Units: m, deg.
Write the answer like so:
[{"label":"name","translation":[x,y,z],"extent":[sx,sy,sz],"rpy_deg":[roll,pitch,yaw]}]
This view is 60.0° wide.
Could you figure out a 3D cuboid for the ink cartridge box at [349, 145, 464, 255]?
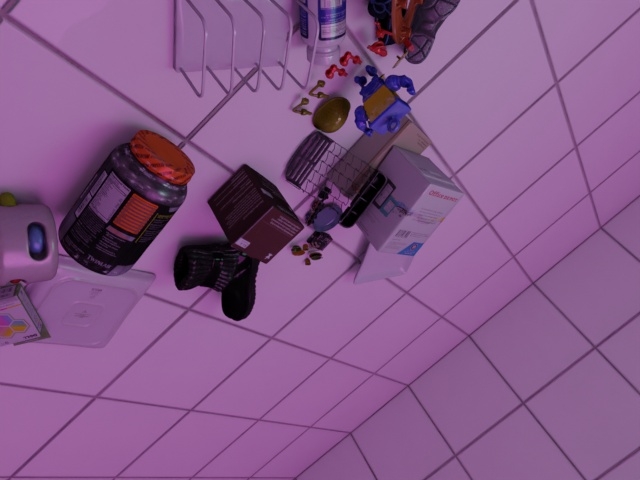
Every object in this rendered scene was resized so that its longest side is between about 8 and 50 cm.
[{"label":"ink cartridge box","translation":[0.265,-0.119,1.747],"extent":[0.198,0.197,0.270],"rpy_deg":[8,127,-45]}]

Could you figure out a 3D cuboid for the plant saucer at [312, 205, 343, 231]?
[{"label":"plant saucer","translation":[0.021,-0.081,1.935],"extent":[0.119,0.021,0.119],"rpy_deg":[-21,141,-18]}]

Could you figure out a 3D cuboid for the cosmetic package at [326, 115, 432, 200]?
[{"label":"cosmetic package","translation":[0.189,-0.264,1.784],"extent":[0.309,0.113,0.160],"rpy_deg":[-47,143,15]}]

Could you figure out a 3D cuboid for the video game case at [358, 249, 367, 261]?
[{"label":"video game case","translation":[0.268,0.054,2.284],"extent":[0.183,0.023,0.201],"rpy_deg":[-40,144,7]}]

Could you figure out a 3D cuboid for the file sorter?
[{"label":"file sorter","translation":[-0.168,-0.442,1.245],"extent":[0.277,0.173,0.193],"rpy_deg":[-13,138,-27]}]

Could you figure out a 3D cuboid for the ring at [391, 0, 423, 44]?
[{"label":"ring","translation":[0.216,-0.625,1.274],"extent":[0.336,0.032,0.337],"rpy_deg":[12,90,-77]}]

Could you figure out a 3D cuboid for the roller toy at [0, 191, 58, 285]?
[{"label":"roller toy","translation":[-0.703,0.010,1.316],"extent":[0.146,0.191,0.209],"rpy_deg":[-5,135,-36]}]

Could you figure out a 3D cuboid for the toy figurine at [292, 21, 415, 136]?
[{"label":"toy figurine","translation":[0.124,-0.360,1.476],"extent":[0.362,0.217,0.191],"rpy_deg":[-39,153,26]}]

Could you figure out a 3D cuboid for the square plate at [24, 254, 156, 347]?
[{"label":"square plate","translation":[-0.717,0.205,1.651],"extent":[0.347,0.049,0.344],"rpy_deg":[19,119,-48]}]

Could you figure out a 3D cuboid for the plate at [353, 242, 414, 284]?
[{"label":"plate","translation":[0.273,0.049,2.226],"extent":[0.277,0.045,0.277],"rpy_deg":[-9,137,-30]}]

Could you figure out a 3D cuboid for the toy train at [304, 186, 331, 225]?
[{"label":"toy train","translation":[-0.012,-0.114,1.858],"extent":[0.027,0.036,0.158],"rpy_deg":[-21,147,-56]}]

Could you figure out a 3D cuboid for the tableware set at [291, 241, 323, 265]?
[{"label":"tableware set","translation":[-0.049,0.051,2.000],"extent":[0.103,0.024,0.154],"rpy_deg":[-9,154,5]}]

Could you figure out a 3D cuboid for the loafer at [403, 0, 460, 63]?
[{"label":"loafer","translation":[0.300,-0.620,1.514],"extent":[0.096,0.084,0.268],"rpy_deg":[21,117,-14]}]

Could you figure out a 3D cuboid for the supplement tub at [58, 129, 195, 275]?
[{"label":"supplement tub","translation":[-0.473,-0.093,1.371],"extent":[0.338,0.207,0.207],"rpy_deg":[-47,142,17]}]

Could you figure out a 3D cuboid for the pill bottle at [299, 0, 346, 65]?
[{"label":"pill bottle","translation":[0.006,-0.524,1.324],"extent":[0.111,0.112,0.187],"rpy_deg":[-19,135,-20]}]

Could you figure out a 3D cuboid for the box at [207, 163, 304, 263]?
[{"label":"box","translation":[-0.190,-0.076,1.618],"extent":[0.167,0.203,0.168],"rpy_deg":[-43,144,10]}]

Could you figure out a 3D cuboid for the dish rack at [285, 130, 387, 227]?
[{"label":"dish rack","translation":[0.037,-0.190,1.674],"extent":[0.271,0.074,0.208],"rpy_deg":[32,109,-13]}]

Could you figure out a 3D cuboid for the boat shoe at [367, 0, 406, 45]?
[{"label":"boat shoe","translation":[0.164,-0.589,1.400],"extent":[0.089,0.109,0.258],"rpy_deg":[-32,142,1]}]

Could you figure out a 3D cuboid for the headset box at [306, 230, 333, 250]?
[{"label":"headset box","translation":[0.000,0.000,2.001],"extent":[0.062,0.032,0.083],"rpy_deg":[-47,141,16]}]

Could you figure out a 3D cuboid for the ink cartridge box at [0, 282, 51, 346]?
[{"label":"ink cartridge box","translation":[-0.833,0.223,1.510],"extent":[0.108,0.062,0.209],"rpy_deg":[-14,126,-8]}]

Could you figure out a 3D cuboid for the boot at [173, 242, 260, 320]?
[{"label":"boot","translation":[-0.346,0.141,1.797],"extent":[0.260,0.131,0.348],"rpy_deg":[-14,129,-37]}]
